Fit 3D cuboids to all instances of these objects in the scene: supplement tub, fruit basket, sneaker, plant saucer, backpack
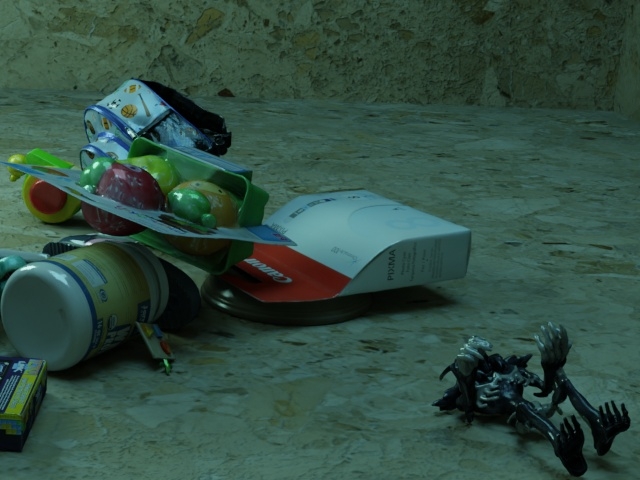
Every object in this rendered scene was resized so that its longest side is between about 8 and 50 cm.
[{"bbox_3d":[-0.311,0.081,1.584,0.144,0.144,0.199,13,18,27],"label":"supplement tub"},{"bbox_3d":[-0.244,-0.067,1.728,0.327,0.165,0.353,22,3,29],"label":"fruit basket"},{"bbox_3d":[-0.276,0.045,1.782,0.319,0.112,0.131,17,23,36],"label":"sneaker"},{"bbox_3d":[-0.052,0.071,1.882,0.277,0.041,0.278,3,16,-1],"label":"plant saucer"},{"bbox_3d":[-0.308,-0.143,2.093,0.213,0.276,0.263,-31,68,-27],"label":"backpack"}]

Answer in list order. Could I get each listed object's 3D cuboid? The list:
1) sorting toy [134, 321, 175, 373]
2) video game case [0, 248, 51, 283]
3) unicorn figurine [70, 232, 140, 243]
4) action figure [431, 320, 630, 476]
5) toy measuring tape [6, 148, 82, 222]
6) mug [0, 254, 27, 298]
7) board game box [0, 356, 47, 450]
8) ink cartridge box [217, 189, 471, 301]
[{"bbox_3d":[-0.212,0.143,1.570,0.083,0.012,0.062,58,13,20],"label":"sorting toy"},{"bbox_3d":[-0.452,0.051,1.716,0.157,0.019,0.143,6,-29,7],"label":"video game case"},{"bbox_3d":[-0.377,0.011,1.971,0.161,0.060,0.111,9,17,15],"label":"unicorn figurine"},{"bbox_3d":[0.242,0.169,1.432,0.164,0.141,0.275,-18,26,-27],"label":"action figure"},{"bbox_3d":[-0.440,-0.062,2.204,0.330,0.121,0.121,27,16,-2],"label":"toy measuring tape"},{"bbox_3d":[-0.491,0.074,1.614,0.157,0.097,0.129,13,48,-1],"label":"mug"},{"bbox_3d":[-0.402,0.185,1.373,0.141,0.048,0.170,5,15,-4],"label":"board game box"},{"bbox_3d":[0.000,0.000,1.909,0.385,0.091,0.308,-5,18,-32],"label":"ink cartridge box"}]
